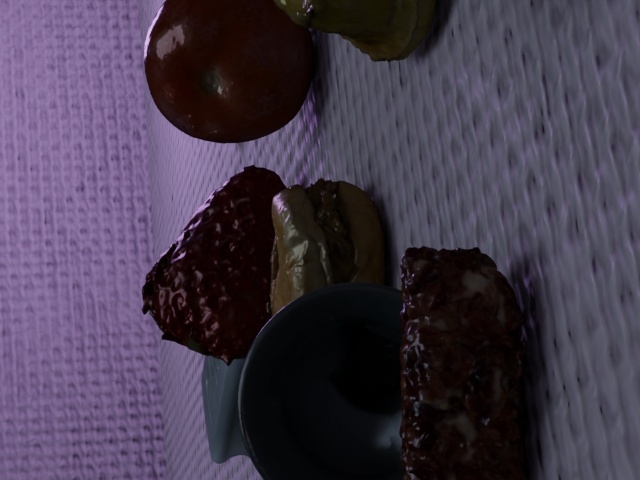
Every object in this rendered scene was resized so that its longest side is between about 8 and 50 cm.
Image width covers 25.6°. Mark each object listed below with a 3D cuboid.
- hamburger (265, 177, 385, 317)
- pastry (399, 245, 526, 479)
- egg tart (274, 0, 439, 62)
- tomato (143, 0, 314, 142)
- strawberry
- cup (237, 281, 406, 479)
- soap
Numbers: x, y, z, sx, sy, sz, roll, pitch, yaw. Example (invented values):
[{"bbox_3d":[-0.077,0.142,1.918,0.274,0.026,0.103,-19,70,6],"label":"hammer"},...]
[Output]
[{"bbox_3d":[0.001,0.041,1.448,0.214,0.108,0.214,180,90,-78],"label":"hamburger"},{"bbox_3d":[0.102,0.105,1.031,0.115,0.097,0.208,-145,53,-79],"label":"pastry"},{"bbox_3d":[-0.006,-0.282,1.240,0.290,0.115,0.290,55,163,27],"label":"egg tart"},{"bbox_3d":[-0.107,-0.221,1.693,0.184,0.208,0.208,-67,-15,-60],"label":"tomato"},{"bbox_3d":[-0.108,0.024,1.785,0.205,0.205,0.244,-147,72,-75],"label":"strawberry"},{"bbox_3d":[0.037,0.133,1.211,0.150,0.199,0.199,4,-96,-84],"label":"cup"},{"bbox_3d":[-0.112,0.183,2.010,0.265,0.087,0.160,104,160,-49],"label":"soap"}]
